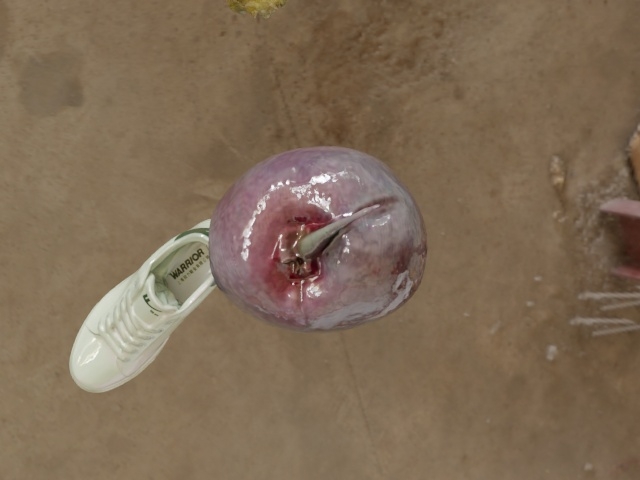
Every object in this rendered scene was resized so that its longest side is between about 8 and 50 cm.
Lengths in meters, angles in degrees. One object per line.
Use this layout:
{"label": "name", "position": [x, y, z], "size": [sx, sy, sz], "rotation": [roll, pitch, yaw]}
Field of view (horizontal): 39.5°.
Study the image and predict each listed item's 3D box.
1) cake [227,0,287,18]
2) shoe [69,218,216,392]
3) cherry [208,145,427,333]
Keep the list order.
{"label": "cake", "position": [-0.095, -0.417, 1.056], "size": [0.286, 0.222, 0.228], "rotation": [7, 68, -53]}
{"label": "shoe", "position": [-0.197, 0.074, 1.009], "size": [0.095, 0.110, 0.265], "rotation": [44, 93, 0]}
{"label": "cherry", "position": [0.000, 0.000, 0.880], "size": [0.266, 0.213, 0.184], "rotation": [19, 76, -76]}
